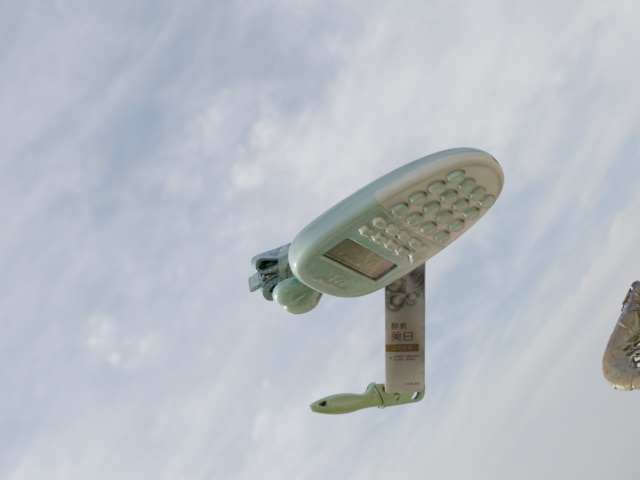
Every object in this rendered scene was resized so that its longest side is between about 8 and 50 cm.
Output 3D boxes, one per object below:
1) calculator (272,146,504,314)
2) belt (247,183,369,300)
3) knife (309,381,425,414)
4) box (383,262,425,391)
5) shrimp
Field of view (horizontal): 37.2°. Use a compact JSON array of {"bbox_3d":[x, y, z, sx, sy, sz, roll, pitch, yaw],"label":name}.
[{"bbox_3d":[0.068,-0.007,1.042,0.295,0.042,0.184,-34,-30,18],"label":"calculator"},{"bbox_3d":[0.000,0.000,1.672,0.302,0.072,0.087,-32,-67,2],"label":"belt"},{"bbox_3d":[0.078,0.238,1.452,0.293,0.020,0.043,6,-110,-50],"label":"knife"},{"bbox_3d":[0.107,0.088,1.208,0.039,0.055,0.218,-85,-8,-73],"label":"box"},{"bbox_3d":[0.431,0.115,1.244,0.124,0.034,0.178,-7,52,63],"label":"shrimp"}]
